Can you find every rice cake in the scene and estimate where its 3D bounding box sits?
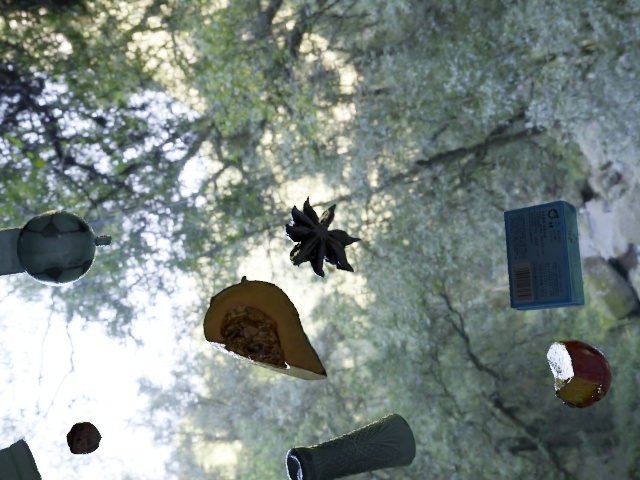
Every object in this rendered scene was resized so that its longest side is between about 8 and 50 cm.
[{"bbox_3d":[-0.511,0.426,1.057,0.198,0.189,0.037,36,134,32],"label":"rice cake"}]

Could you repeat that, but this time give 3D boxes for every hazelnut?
[{"bbox_3d":[-0.554,0.464,1.576,0.086,0.086,0.087,-13,-90,-87],"label":"hazelnut"}]

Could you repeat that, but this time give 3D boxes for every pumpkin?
[{"bbox_3d":[-0.094,0.183,1.400,0.111,0.278,0.163,84,-157,-64],"label":"pumpkin"}]

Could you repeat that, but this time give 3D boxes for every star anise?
[{"bbox_3d":[0.000,0.000,1.352,0.061,0.180,0.205,-45,26,43],"label":"star anise"}]

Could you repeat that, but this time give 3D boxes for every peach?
[{"bbox_3d":[0.526,0.261,1.364,0.151,0.118,0.151,40,-144,-36],"label":"peach"}]

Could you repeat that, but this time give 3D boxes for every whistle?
[{"bbox_3d":[-0.554,0.020,1.324,0.163,0.289,0.164,25,120,53],"label":"whistle"}]

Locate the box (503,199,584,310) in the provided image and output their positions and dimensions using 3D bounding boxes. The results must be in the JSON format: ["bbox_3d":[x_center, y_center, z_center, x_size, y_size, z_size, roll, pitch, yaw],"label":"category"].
[{"bbox_3d":[0.504,0.038,1.523,0.083,0.142,0.233,14,-110,-46],"label":"box"}]

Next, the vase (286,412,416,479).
[{"bbox_3d":[0.051,0.374,1.176,0.096,0.219,0.096,20,114,58],"label":"vase"}]
